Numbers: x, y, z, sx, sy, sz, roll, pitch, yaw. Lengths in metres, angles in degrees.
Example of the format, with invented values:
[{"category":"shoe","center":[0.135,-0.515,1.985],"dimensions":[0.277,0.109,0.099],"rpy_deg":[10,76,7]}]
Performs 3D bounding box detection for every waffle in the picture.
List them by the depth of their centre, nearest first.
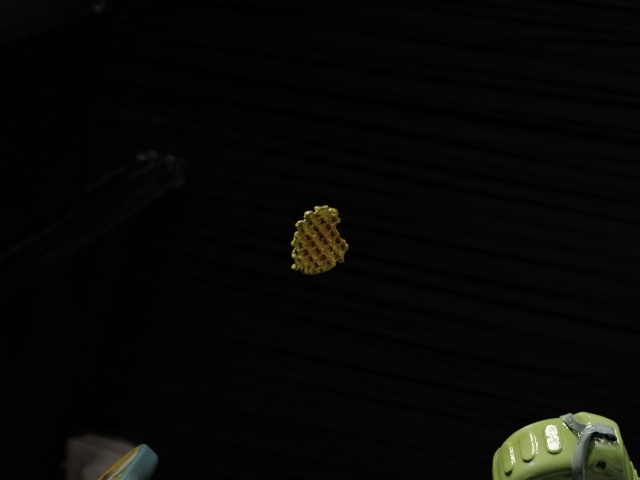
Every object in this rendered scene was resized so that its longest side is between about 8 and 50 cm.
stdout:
[{"category":"waffle","center":[-0.002,0.000,1.341],"dimensions":[0.078,0.016,0.085],"rpy_deg":[-23,-58,-33]}]

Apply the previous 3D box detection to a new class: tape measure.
[{"category":"tape measure","center":[0.256,0.247,1.223],"dimensions":[0.088,0.154,0.177],"rpy_deg":[-87,-24,-46]}]

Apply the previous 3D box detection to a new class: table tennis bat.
[{"category":"table tennis bat","center":[-0.261,0.305,1.133],"dimensions":[0.329,0.044,0.215],"rpy_deg":[-45,5,36]}]
